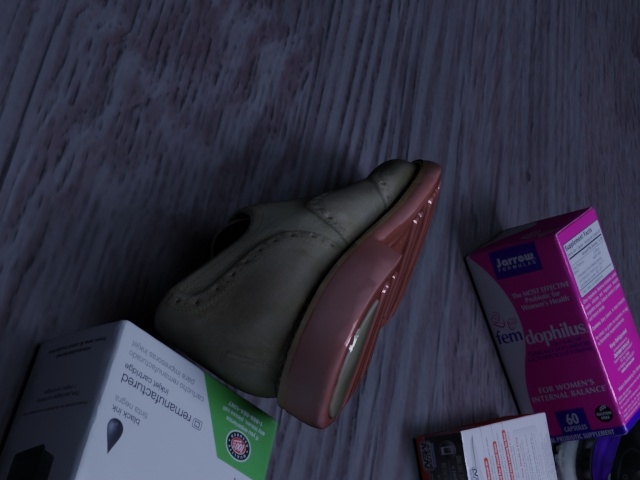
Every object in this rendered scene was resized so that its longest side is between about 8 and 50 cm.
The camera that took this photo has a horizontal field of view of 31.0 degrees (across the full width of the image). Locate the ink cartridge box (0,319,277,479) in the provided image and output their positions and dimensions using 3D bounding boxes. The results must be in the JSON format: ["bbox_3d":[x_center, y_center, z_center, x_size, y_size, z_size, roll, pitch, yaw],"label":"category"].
[{"bbox_3d":[-0.123,0.178,0.705,0.153,0.087,0.208,40,49,-36],"label":"ink cartridge box"}]

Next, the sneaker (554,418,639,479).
[{"bbox_3d":[0.382,0.204,1.307,0.293,0.146,0.102,-43,112,-50],"label":"sneaker"}]

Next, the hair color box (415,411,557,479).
[{"bbox_3d":[0.162,0.218,1.093,0.167,0.053,0.093,3,76,-54],"label":"hair color box"}]

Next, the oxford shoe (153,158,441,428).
[{"bbox_3d":[0.000,0.000,0.895,0.397,0.147,0.140,-47,155,-69],"label":"oxford shoe"}]

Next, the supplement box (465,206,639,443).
[{"bbox_3d":[0.256,0.091,1.215,0.114,0.111,0.220,-26,97,-53],"label":"supplement box"}]
